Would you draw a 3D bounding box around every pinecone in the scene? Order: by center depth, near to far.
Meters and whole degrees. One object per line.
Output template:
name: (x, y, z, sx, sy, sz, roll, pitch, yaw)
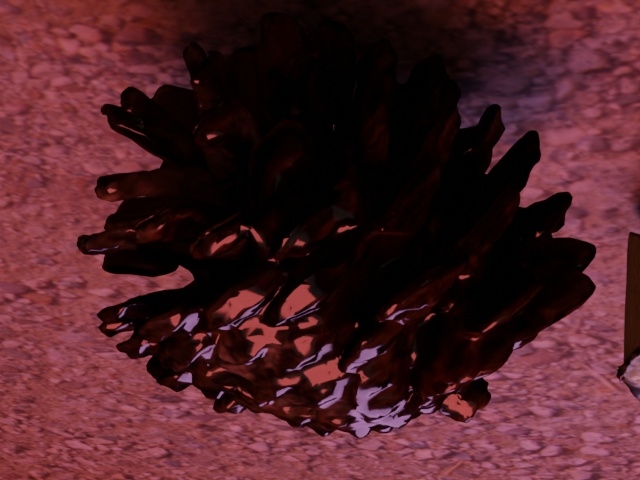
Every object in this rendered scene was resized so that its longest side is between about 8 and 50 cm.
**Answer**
pinecone: (-0.001, -0.007, 1.045, 0.296, 0.242, 0.298, 30, 151, -24)

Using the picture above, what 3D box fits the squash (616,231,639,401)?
squash: (0.317, 0.048, 1.176, 0.220, 0.133, 0.220, 9, 162, 3)
